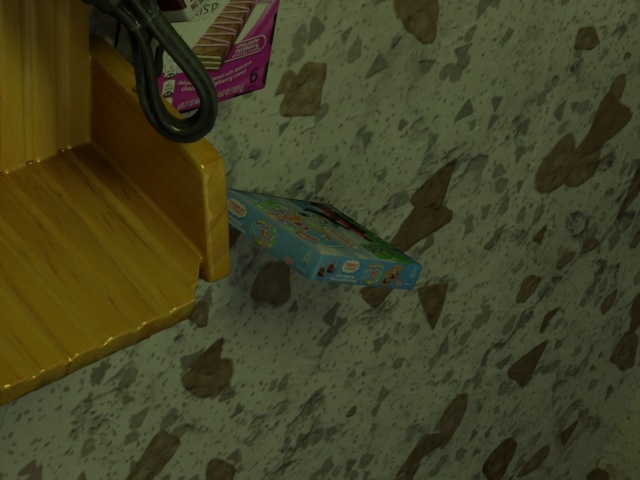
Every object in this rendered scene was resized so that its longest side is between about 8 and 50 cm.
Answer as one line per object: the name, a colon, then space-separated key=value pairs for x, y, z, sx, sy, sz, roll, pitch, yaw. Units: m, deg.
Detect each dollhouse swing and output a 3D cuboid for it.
dollhouse swing: x=-0.256 y=-0.099 z=1.439 sx=0.346 sy=0.315 sz=0.305 roll=-24 pitch=148 yaw=-39

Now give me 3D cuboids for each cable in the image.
cable: x=-0.165 y=-0.214 z=1.425 sx=0.139 sy=0.072 sz=0.287 roll=-37 pitch=122 yaw=12

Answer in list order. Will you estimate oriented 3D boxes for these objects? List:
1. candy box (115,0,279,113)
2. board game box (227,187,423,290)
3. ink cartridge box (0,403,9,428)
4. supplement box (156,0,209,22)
candy box: x=-0.115 y=-0.246 z=1.663 sx=0.159 sy=0.071 sz=0.233 roll=-22 pitch=135 yaw=-40
board game box: x=0.000 y=0.000 z=1.956 sx=0.211 sy=0.160 sz=0.039 roll=6 pitch=114 yaw=-55
ink cartridge box: x=-0.426 y=0.181 z=1.595 sx=0.226 sy=0.131 sz=0.306 roll=-5 pitch=124 yaw=-52
supplement box: x=-0.148 y=-0.320 z=1.446 sx=0.130 sy=0.073 sz=0.239 roll=-51 pitch=129 yaw=-38
